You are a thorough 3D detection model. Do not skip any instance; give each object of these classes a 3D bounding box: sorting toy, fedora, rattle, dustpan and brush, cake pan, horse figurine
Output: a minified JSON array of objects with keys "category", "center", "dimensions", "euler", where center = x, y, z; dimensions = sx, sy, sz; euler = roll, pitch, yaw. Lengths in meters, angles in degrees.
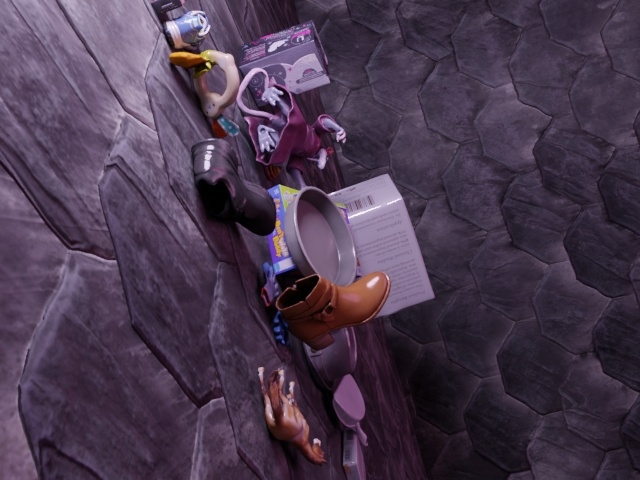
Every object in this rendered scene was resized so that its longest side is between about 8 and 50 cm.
[{"category":"sorting toy","center":[-0.142,-0.224,1.887],"dimensions":[0.061,0.042,0.102],"euler":[54,22,-61]},{"category":"fedora","center":[0.030,0.278,1.791],"dimensions":[0.244,0.124,0.275],"euler":[44,32,-70]},{"category":"rattle","center":[-0.253,-0.312,1.394],"dimensions":[0.143,0.130,0.199],"euler":[-53,153,-64]},{"category":"dustpan and brush","center":[0.095,0.502,1.823],"dimensions":[0.211,0.060,0.147],"euler":[55,27,-6]},{"category":"cake pan","center":[0.000,0.000,1.692],"dimensions":[0.293,0.054,0.293],"euler":[38,41,-42]},{"category":"horse figurine","center":[-0.068,0.366,1.326],"dimensions":[0.263,0.066,0.174],"euler":[63,9,-53]}]

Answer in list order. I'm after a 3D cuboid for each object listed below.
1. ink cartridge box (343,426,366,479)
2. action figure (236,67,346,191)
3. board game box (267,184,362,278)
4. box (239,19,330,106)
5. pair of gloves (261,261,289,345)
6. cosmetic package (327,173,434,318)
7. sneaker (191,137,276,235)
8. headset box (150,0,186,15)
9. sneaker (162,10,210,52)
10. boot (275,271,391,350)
[{"category":"ink cartridge box","center":[0.101,0.660,1.840],"dimensions":[0.145,0.045,0.179],"euler":[-86,167,-63]},{"category":"action figure","center":[-0.086,-0.295,1.857],"dimensions":[0.276,0.248,0.370],"euler":[44,13,23]},{"category":"board game box","center":[-0.022,-0.008,1.801],"dimensions":[0.347,0.078,0.233],"euler":[12,61,-57]},{"category":"box","center":[-0.111,-0.548,1.975],"dimensions":[0.142,0.247,0.163],"euler":[-93,163,-45]},{"category":"pair of gloves","center":[-0.109,0.157,1.531],"dimensions":[0.159,0.023,0.198],"euler":[-82,158,-69]},{"category":"cosmetic package","center":[0.167,0.029,2.235],"dimensions":[0.327,0.329,0.393],"euler":[-101,171,-70]},{"category":"sneaker","center":[-0.187,-0.081,1.336],"dimensions":[0.286,0.109,0.130],"euler":[49,32,-45]},{"category":"headset box","center":[-0.322,-0.513,1.349],"dimensions":[0.083,0.062,0.032],"euler":[-92,162,-55]},{"category":"sneaker","center":[-0.284,-0.476,1.432],"dimensions":[0.211,0.081,0.080],"euler":[-84,153,-68]},{"category":"boot","center":[0.032,0.132,1.558],"dimensions":[0.109,0.283,0.220],"euler":[55,-1,43]}]
